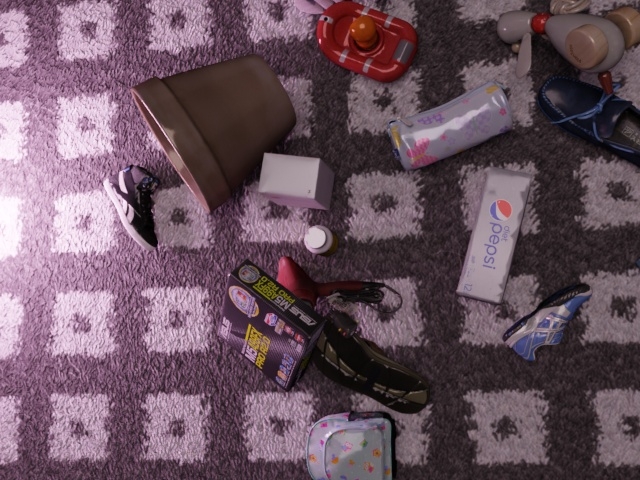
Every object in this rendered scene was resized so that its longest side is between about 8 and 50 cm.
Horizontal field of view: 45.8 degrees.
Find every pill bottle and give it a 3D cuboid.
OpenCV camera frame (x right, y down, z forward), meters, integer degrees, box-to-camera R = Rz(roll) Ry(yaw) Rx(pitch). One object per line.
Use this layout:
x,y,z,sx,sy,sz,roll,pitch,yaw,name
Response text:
0.000,0.000,1.696,0.065,0.116,0.065,-1,83,12,pill bottle

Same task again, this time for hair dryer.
0.011,0.120,1.675,0.294,0.224,0.080,29,119,27,hair dryer

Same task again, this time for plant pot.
-0.221,-0.269,1.704,0.280,0.323,0.323,-34,77,-11,plant pot

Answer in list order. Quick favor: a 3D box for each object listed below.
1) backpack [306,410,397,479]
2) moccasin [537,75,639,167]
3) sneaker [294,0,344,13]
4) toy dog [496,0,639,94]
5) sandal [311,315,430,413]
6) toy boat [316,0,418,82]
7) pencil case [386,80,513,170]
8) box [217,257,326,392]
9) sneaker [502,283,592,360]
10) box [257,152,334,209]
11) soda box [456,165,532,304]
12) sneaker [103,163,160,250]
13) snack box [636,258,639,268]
0.061,0.452,1.620,0.189,0.144,0.165,-1,89,15,backpack
0.625,-0.260,1.596,0.342,0.117,0.137,29,90,14,moccasin
0.070,-0.659,1.730,0.316,0.127,0.182,-11,76,32,sneaker
0.519,-0.398,1.590,0.220,0.333,0.160,-16,117,-4,toy dog
0.101,0.276,1.663,0.303,0.086,0.120,34,106,2,sandal
0.100,-0.462,1.712,0.231,0.151,0.150,24,89,13,toy boat
0.283,-0.252,1.668,0.273,0.113,0.124,-20,102,8,pencil case
-0.113,0.189,1.633,0.216,0.270,0.060,37,54,12,box
0.490,0.170,1.601,0.211,0.080,0.081,-41,84,15,sneaker
-0.050,-0.130,1.695,0.130,0.170,0.090,8,85,12,box
0.375,-0.008,1.632,0.098,0.091,0.286,13,86,14,soda box
-0.422,-0.091,1.814,0.121,0.079,0.216,-36,76,7,sneaker
0.819,0.128,1.539,0.187,0.060,0.321,-32,78,6,snack box
